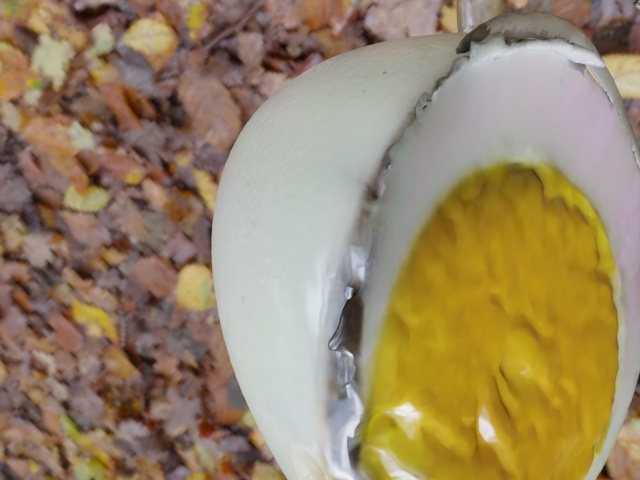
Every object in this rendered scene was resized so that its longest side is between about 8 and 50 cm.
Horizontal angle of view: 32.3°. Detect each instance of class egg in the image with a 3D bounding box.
[{"bbox_3d":[0.049,0.032,0.577,0.174,0.264,0.286,7,124,45],"label":"egg"}]

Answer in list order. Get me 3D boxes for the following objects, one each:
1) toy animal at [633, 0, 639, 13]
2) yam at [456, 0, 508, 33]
[{"bbox_3d":[0.460,-0.282,1.232,0.220,0.086,0.069,-14,138,14],"label":"toy animal"},{"bbox_3d":[0.155,-0.175,1.068,0.057,0.057,0.241,7,104,42],"label":"yam"}]
